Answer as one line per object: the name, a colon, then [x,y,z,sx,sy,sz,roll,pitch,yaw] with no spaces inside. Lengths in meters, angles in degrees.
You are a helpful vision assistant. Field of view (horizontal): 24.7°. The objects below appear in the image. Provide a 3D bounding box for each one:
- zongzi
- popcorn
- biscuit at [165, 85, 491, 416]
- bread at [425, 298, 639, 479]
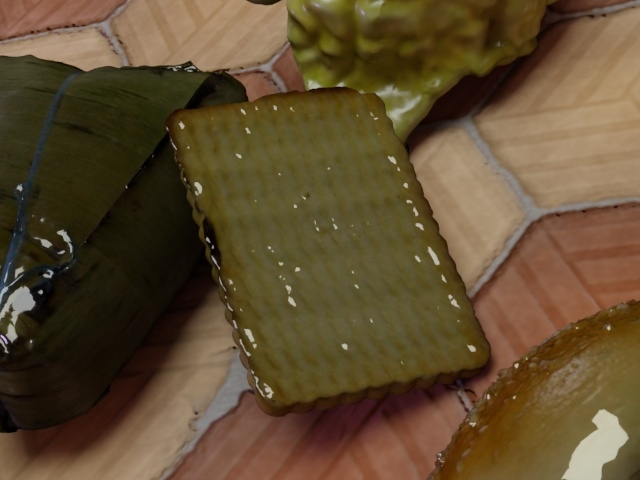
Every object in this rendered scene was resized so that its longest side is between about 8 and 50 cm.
zongzi: [-0.266,-0.028,1.133,0.360,0.160,0.323,17,49,22]
popcorn: [0.064,-0.254,1.183,0.293,0.237,0.293,-10,44,10]
biscuit: [0.000,0.000,1.025,0.172,0.029,0.254,-9,59,-18]
bread: [0.156,0.131,0.786,0.314,0.192,0.171,-36,45,-12]
